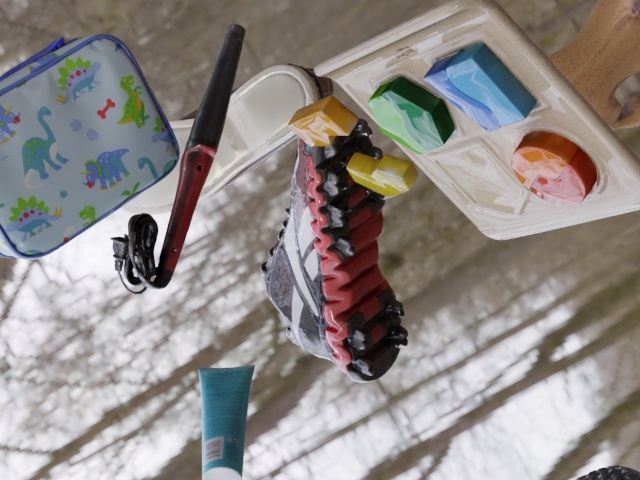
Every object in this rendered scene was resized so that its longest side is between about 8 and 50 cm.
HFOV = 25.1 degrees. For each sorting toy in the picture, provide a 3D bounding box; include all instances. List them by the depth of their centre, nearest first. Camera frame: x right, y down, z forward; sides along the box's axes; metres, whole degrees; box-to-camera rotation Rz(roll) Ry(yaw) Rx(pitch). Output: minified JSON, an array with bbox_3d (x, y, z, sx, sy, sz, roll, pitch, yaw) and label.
[{"bbox_3d":[0.099,-0.071,1.117,0.229,0.041,0.307,40,155,-18],"label":"sorting toy"}]

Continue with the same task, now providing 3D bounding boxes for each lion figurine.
[{"bbox_3d":[0.290,-0.205,1.374,0.142,0.392,0.240,33,-165,17],"label":"lion figurine"}]

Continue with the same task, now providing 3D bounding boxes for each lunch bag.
[{"bbox_3d":[-0.264,-0.099,1.439,0.090,0.219,0.176,5,127,60],"label":"lunch bag"}]

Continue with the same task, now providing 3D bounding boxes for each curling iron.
[{"bbox_3d":[-0.119,-0.078,1.318,0.068,0.035,0.274,41,-114,-48],"label":"curling iron"}]

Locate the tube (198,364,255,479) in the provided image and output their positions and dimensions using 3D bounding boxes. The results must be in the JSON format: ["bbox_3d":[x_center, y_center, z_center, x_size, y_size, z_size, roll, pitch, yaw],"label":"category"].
[{"bbox_3d":[-0.131,0.246,1.968,0.207,0.080,0.052,-91,1,-48],"label":"tube"}]

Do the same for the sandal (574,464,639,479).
[{"bbox_3d":[0.296,0.298,1.116,0.107,0.167,0.446,35,174,-19],"label":"sandal"}]

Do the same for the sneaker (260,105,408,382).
[{"bbox_3d":[0.000,0.000,1.368,0.098,0.135,0.276,-32,-57,-42],"label":"sneaker"}]

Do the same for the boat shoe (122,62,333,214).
[{"bbox_3d":[-0.126,-0.128,1.844,0.116,0.324,0.097,62,-155,2],"label":"boat shoe"}]
